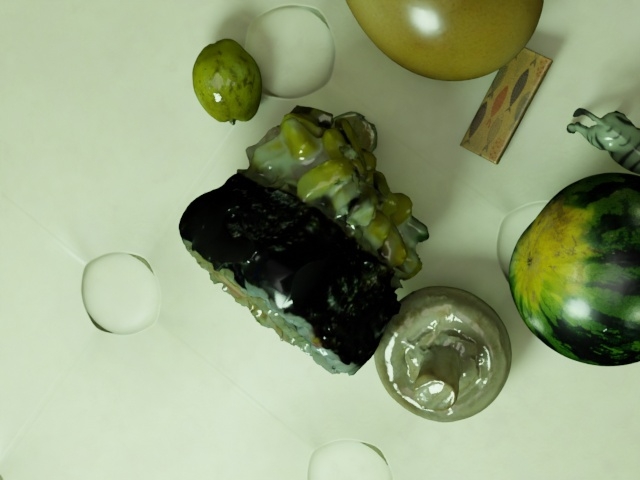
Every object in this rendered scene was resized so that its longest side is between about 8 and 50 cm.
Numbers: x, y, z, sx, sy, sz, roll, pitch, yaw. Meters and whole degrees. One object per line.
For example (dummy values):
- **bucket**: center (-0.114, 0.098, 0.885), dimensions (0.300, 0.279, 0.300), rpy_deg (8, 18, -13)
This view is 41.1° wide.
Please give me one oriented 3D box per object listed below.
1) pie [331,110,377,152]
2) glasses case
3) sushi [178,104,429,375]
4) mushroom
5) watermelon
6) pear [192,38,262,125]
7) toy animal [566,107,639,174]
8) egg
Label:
- **pie**: center (0.048, -0.160, 1.330), dimensions (0.084, 0.020, 0.084), rpy_deg (1, 96, 13)
- **glasses case**: center (0.276, -0.202, 1.266), dimensions (0.064, 0.041, 0.170), rpy_deg (30, 103, 18)
- **sushi**: center (0.000, 0.000, 1.226), dimensions (0.285, 0.328, 0.329), rpy_deg (-50, 126, -12)
- **mushroom**: center (0.175, 0.178, 1.251), dimensions (0.207, 0.215, 0.207), rpy_deg (4, 106, 13)
- **watermelon**: center (0.389, 0.041, 1.158), dimensions (0.269, 0.269, 0.269), rpy_deg (2, 98, 12)
- **pear**: center (-0.144, -0.243, 1.317), dimensions (0.107, 0.107, 0.131), rpy_deg (-9, 88, 13)
- **toy animal**: center (0.445, -0.123, 1.170), dimensions (0.217, 0.176, 0.073), rpy_deg (31, 102, 8)
- **egg**: center (0.154, -0.366, 1.158), dimensions (0.250, 0.250, 0.322), rpy_deg (-42, 93, 14)
